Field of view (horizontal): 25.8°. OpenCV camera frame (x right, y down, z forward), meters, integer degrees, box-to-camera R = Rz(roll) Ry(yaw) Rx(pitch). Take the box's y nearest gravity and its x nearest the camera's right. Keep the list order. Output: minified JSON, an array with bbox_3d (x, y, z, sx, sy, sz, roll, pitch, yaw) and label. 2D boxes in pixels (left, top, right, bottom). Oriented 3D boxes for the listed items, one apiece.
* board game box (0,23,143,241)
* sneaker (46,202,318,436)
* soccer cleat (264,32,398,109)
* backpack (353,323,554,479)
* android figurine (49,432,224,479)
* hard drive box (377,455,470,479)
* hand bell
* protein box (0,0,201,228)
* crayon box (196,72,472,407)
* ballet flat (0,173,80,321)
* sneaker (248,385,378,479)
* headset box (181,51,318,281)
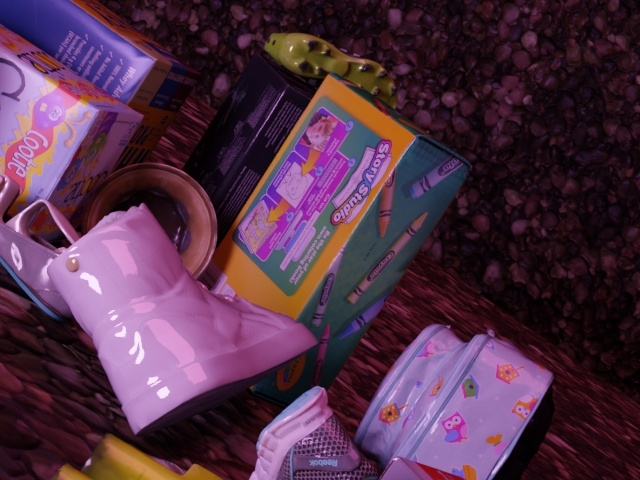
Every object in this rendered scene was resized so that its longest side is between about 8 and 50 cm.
[{"bbox_3d":[-0.325,-0.129,1.260,0.275,0.142,0.144,33,7,5],"label":"board game box"},{"bbox_3d":[-0.103,0.044,1.079,0.169,0.108,0.292,58,12,9],"label":"sneaker"},{"bbox_3d":[0.016,-0.187,1.541,0.179,0.060,0.072,25,2,-42],"label":"soccer cleat"},{"bbox_3d":[0.114,0.153,1.158,0.144,0.166,0.188,36,-7,4],"label":"backpack"},{"bbox_3d":[-0.025,0.202,0.755,0.272,0.056,0.248,32,6,3],"label":"android figurine"},{"bbox_3d":[0.146,0.265,0.961,0.181,0.089,0.232,26,10,-49],"label":"hard drive box"},{"bbox_3d":[-0.178,-0.011,1.406,0.126,0.126,0.242,32,-4,-9],"label":"hand bell"},{"bbox_3d":[-0.270,-0.146,1.400,0.201,0.200,0.136,36,8,11],"label":"protein box"},{"bbox_3d":[0.000,0.000,1.307,0.081,0.278,0.165,27,10,-39],"label":"crayon box"},{"bbox_3d":[-0.253,-0.015,1.134,0.213,0.068,0.072,36,4,23],"label":"ballet flat"},{"bbox_3d":[-0.005,0.163,0.881,0.076,0.065,0.166,44,-27,19],"label":"sneaker"},{"bbox_3d":[-0.069,-0.058,1.528,0.131,0.246,0.283,31,7,-17],"label":"headset box"}]
